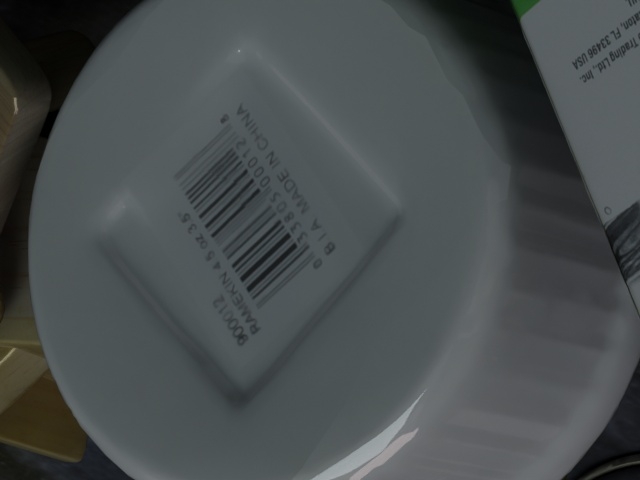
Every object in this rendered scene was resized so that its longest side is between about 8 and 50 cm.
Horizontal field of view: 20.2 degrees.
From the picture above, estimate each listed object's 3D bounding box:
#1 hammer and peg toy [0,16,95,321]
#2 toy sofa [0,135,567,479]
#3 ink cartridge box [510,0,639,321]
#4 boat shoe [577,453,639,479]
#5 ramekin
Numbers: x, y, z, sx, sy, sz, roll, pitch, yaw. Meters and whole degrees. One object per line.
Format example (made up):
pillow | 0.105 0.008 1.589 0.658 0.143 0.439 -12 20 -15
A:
hammer and peg toy | -0.281 -0.110 0.956 0.361 0.127 0.266 49 135 21
toy sofa | -0.037 0.040 1.008 0.362 0.177 0.150 0 164 31
ink cartridge box | 0.200 -0.059 0.642 0.211 0.121 0.289 -35 70 48
boat shoe | 0.224 0.169 1.029 0.206 0.065 0.075 -5 129 36
ramekin | 0.000 0.000 0.811 0.277 0.277 0.135 1 173 31
